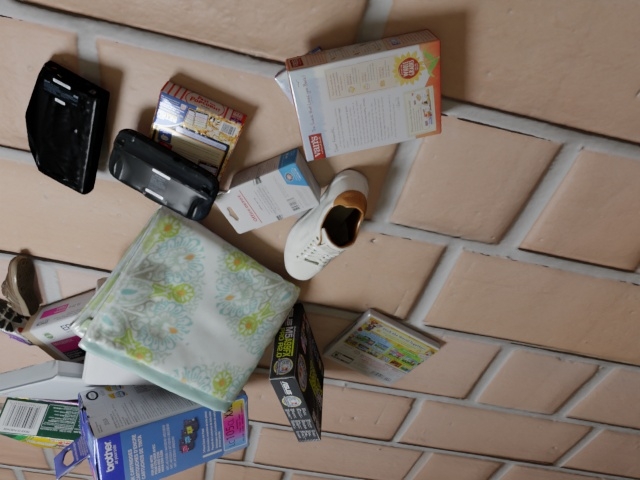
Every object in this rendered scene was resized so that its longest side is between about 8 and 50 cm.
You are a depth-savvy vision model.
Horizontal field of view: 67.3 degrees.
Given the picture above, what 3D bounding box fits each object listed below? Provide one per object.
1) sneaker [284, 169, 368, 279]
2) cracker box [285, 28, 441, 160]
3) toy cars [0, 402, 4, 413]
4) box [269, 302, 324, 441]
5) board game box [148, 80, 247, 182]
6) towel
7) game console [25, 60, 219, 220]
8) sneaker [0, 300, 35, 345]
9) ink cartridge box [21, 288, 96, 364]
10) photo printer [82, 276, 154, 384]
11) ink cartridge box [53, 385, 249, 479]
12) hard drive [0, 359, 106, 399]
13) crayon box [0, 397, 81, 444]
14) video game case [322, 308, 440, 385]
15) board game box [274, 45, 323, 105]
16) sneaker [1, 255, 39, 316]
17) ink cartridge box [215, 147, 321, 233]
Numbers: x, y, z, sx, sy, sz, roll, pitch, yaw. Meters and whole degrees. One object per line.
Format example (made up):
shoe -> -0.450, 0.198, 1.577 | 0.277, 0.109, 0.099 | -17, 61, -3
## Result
sneaker -> 0.000, 0.000, 0.958 | 0.106, 0.123, 0.290 | 19, 129, -15
cracker box -> 0.073, -0.231, 0.776 | 0.233, 0.067, 0.155 | -12, 129, 0
toy cars -> -0.983, 0.474, 1.432 | 0.177, 0.087, 0.393 | -17, 130, 23
box -> -0.049, 0.320, 1.165 | 0.060, 0.216, 0.269 | -8, 128, 9
board game box -> -0.237, -0.169, 0.878 | 0.147, 0.045, 0.193 | 22, 128, -15
towel -> -0.263, 0.147, 1.004 | 0.375, 0.090, 0.320 | 36, 83, -24
game console -> -0.357, -0.142, 0.861 | 0.362, 0.044, 0.213 | 29, 127, -2
sneaker -> -0.783, 0.221, 1.220 | 0.071, 0.068, 0.169 | -18, 127, 24
ink cartridge box -> -0.575, 0.230, 1.201 | 0.235, 0.088, 0.193 | -18, 128, 18
photo printer -> -0.365, 0.217, 1.108 | 0.308, 0.107, 0.255 | 9, 115, -25
ink cartridge box -> -0.403, 0.430, 1.130 | 0.396, 0.270, 0.150 | -5, 97, -32
hard drive -> -0.622, 0.370, 1.243 | 0.233, 0.047, 0.353 | -16, 155, 16
crayon box -> -0.688, 0.559, 1.411 | 0.364, 0.105, 0.313 | 9, 149, -4
video game case -> 0.156, 0.282, 1.246 | 0.227, 0.026, 0.206 | 29, 126, -18
board game box -> -0.015, -0.261, 0.806 | 0.090, 0.020, 0.090 | -26, 124, 20
sneaker -> -0.713, 0.107, 1.120 | 0.071, 0.066, 0.188 | 14, 128, -2
ink cartridge box -> -0.102, -0.092, 0.925 | 0.180, 0.060, 0.104 | -19, 127, 17
